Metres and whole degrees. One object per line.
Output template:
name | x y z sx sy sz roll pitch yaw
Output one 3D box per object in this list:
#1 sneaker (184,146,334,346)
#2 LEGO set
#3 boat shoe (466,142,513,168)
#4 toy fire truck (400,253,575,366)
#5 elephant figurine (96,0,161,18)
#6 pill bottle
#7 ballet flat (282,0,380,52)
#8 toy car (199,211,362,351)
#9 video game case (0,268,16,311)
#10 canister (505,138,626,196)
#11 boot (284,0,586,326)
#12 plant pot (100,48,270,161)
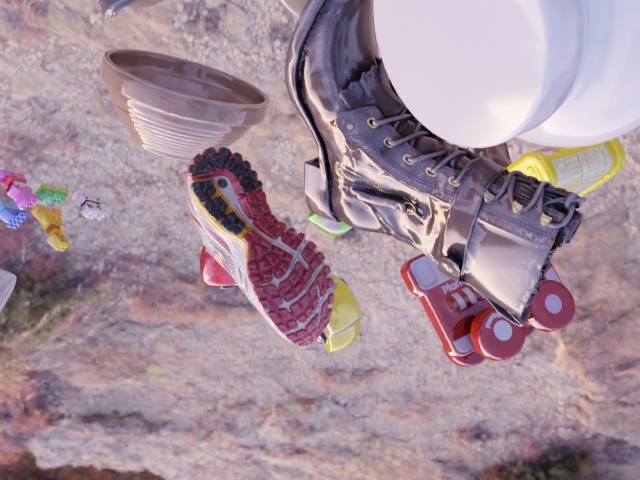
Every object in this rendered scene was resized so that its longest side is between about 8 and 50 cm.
sneaker | -0.065 0.009 0.753 0.088 0.225 0.092 -32 -179 -24
LEGO set | -0.469 -0.039 1.239 0.087 0.093 0.227 -42 159 15
boat shoe | 0.309 -0.093 1.191 0.095 0.258 0.095 22 148 -36
toy fire truck | 0.336 0.096 1.421 0.302 0.254 0.169 -24 173 -20
elephant figurine | -0.271 -0.388 1.016 0.239 0.169 0.186 -21 152 18
pill bottle | 0.193 -0.172 0.447 0.323 0.181 0.182 -27 145 -28
ballet flat | 0.002 -0.274 0.676 0.124 0.116 0.342 -8 167 15
toy car | 0.000 0.000 0.862 0.239 0.225 0.053 34 168 -28
video game case | -0.304 0.055 0.415 0.183 0.201 0.023 24 124 -15
canister | 0.342 -0.095 1.038 0.169 0.073 0.126 -17 164 -33
boot | 0.093 -0.065 0.551 0.229 0.091 0.263 27 146 27
plant pot | -0.198 -0.183 1.017 0.237 0.237 0.110 12 112 -15
